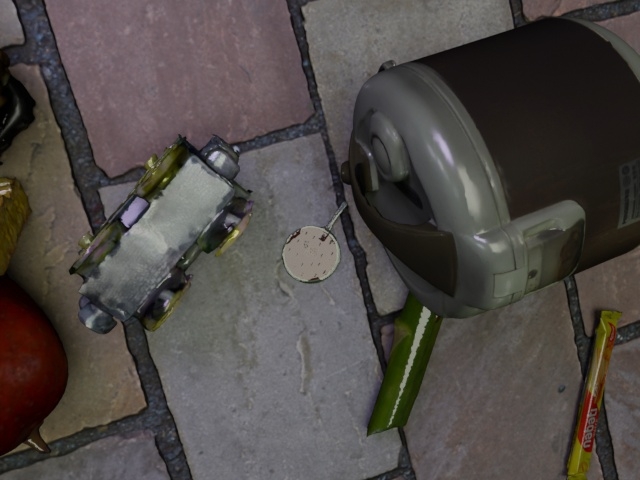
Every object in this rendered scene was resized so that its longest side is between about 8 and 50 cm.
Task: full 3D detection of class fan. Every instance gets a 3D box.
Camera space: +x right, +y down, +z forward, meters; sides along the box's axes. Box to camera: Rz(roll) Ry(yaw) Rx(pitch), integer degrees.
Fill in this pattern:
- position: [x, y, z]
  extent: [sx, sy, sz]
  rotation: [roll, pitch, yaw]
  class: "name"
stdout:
- position: [0.000, 0.000, 0.842]
  extent: [0.085, 0.005, 0.133]
  rotation: [32, 89, -13]
  class: "fan"

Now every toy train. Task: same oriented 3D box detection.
- position: [-0.188, -0.009, 0.711]
  extent: [0.134, 0.177, 0.261]
  rotation: [41, 87, -13]
  class: "toy train"

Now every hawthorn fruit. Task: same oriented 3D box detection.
- position: [-0.402, 0.158, 0.675]
  extent: [0.215, 0.215, 0.249]
  rotation: [-42, 107, -6]
  class: "hawthorn fruit"

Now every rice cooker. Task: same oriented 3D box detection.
- position: [0.206, -0.078, 0.722]
  extent: [0.326, 0.335, 0.335]
  rotation: [-20, 100, -11]
  class: "rice cooker"

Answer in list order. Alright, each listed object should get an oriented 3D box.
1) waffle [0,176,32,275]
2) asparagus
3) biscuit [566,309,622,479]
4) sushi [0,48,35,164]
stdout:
- position: [-0.447, 0.013, 0.633]
  extent: [0.219, 0.229, 0.057]
  rotation: [-16, 118, -8]
  class: "waffle"
- position: [0.133, 0.162, 0.861]
  extent: [0.067, 0.060, 0.277]
  rotation: [14, 93, -24]
  class: "asparagus"
- position: [0.442, 0.255, 0.958]
  extent: [0.048, 0.026, 0.291]
  rotation: [7, 94, -33]
  class: "biscuit"
- position: [-0.424, -0.168, 0.629]
  extent: [0.200, 0.204, 0.213]
  rotation: [30, 94, -18]
  class: "sushi"
